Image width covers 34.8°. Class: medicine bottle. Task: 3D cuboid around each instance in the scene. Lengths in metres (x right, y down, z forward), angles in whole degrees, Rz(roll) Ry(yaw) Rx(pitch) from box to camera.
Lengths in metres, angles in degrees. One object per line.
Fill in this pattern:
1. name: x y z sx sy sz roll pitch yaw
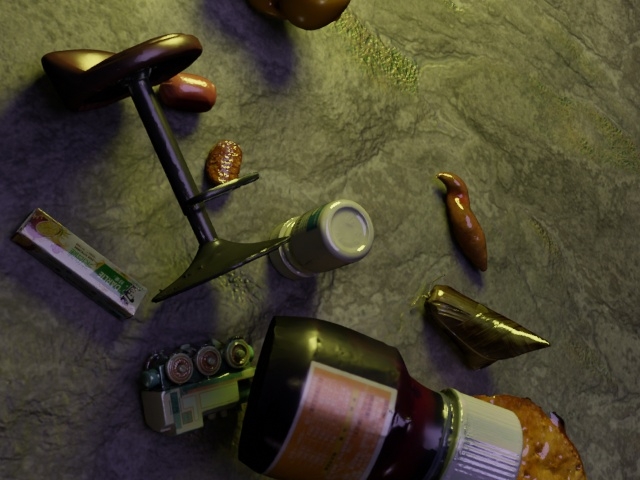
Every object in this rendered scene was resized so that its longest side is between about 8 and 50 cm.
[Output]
1. medicine bottle: 0.088 0.264 1.457 0.395 0.242 0.243 19 66 -7
2. medicine bottle: 0.000 0.000 1.633 0.105 0.168 0.105 10 72 -32

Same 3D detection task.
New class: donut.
1. donut: 0.287 0.478 1.717 0.377 0.163 0.435 -7 79 -36

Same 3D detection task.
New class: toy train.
1. toy train: -0.176 0.213 1.517 0.194 0.080 0.125 -9 92 -40

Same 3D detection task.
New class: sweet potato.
1. sweet potato: 0.270 -0.036 1.900 0.055 0.058 0.202 -19 90 -16

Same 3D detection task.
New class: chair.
1. chair: -0.226 -0.133 1.476 0.226 0.226 0.401 -27 93 -36

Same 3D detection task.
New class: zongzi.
1. zongzi: 0.284 0.137 1.784 0.187 0.184 0.084 46 56 -17

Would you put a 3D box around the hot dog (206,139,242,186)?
1. hot dog: -0.153 -0.119 1.641 0.058 0.035 0.083 20 67 -30

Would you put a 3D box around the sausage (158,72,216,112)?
1. sausage: -0.209 -0.237 1.618 0.094 0.059 0.054 5 62 -29

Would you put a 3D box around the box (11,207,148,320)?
1. box: -0.344 0.036 1.466 0.207 0.041 0.050 40 56 -20

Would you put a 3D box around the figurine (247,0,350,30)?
1. figurine: -0.054 -0.469 1.707 0.228 0.215 0.215 36 60 -35
